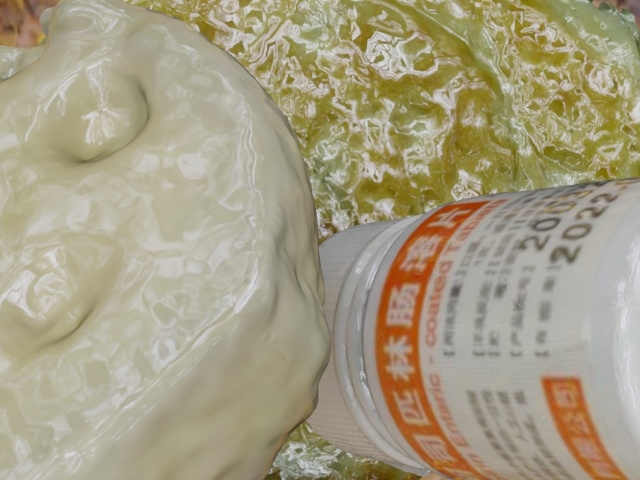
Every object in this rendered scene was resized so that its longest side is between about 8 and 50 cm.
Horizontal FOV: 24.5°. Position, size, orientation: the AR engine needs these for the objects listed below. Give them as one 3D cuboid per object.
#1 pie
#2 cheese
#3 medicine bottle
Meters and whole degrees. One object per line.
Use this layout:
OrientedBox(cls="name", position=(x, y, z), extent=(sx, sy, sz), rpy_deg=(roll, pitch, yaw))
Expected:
OrientedBox(cls="pie", position=(0.001, -0.026, 0.948), extent=(0.395, 0.180, 0.418), rpy_deg=(31, 84, -5))
OrientedBox(cls="cheese", position=(-0.154, 0.029, 0.658), extent=(0.326, 0.115, 0.318), rpy_deg=(-6, 50, 14))
OrientedBox(cls="medicine bottle", position=(0.100, 0.046, 0.680), extent=(0.144, 0.252, 0.145), rpy_deg=(2, 87, -32))
